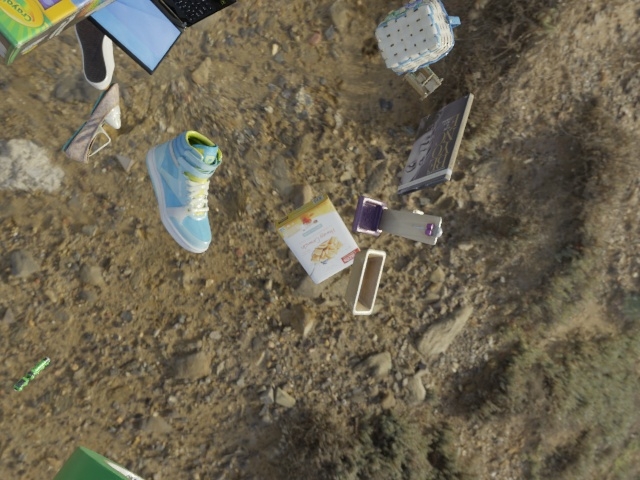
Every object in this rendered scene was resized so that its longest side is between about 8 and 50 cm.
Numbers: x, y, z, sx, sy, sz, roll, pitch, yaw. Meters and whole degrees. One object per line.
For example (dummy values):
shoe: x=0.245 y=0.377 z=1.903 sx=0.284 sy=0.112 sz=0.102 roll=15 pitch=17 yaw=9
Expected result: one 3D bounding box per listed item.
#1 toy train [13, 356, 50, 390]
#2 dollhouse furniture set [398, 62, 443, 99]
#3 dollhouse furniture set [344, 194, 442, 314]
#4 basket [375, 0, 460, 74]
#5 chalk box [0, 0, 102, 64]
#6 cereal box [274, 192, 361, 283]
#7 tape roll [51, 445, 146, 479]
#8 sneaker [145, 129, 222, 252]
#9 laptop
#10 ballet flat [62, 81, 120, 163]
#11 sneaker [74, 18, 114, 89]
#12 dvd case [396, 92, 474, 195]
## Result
toy train: x=-0.586 y=0.270 z=0.920 sx=0.017 sy=0.083 sz=0.023 roll=41 pitch=131 yaw=-9
dollhouse furniture set: x=0.354 y=-0.617 z=1.618 sx=0.182 sy=0.161 sz=0.101 roll=44 pitch=96 yaw=-6
dollhouse furniture set: x=0.083 y=0.024 z=0.442 sx=0.090 sy=0.081 sz=0.115 roll=10 pitch=94 yaw=-47
basket: x=0.318 y=-0.673 z=1.484 sx=0.254 sy=0.289 sz=0.201 roll=-16 pitch=101 yaw=28
chalk box: x=-0.418 y=-0.367 z=0.607 sx=0.289 sy=0.180 sz=0.179 roll=-46 pitch=123 yaw=-22
cereal box: x=0.000 y=0.000 z=1.324 sx=0.172 sy=0.047 sz=0.240 roll=-31 pitch=122 yaw=6
tape roll: x=-0.231 y=0.409 z=0.642 sx=0.321 sy=0.321 sz=0.077 roll=50 pitch=55 yaw=-26
sneaker: x=-0.329 y=-0.139 z=1.192 sx=0.208 sy=0.127 sz=0.319 roll=-24 pitch=89 yaw=30
laptop: x=-0.373 y=-0.550 z=1.037 sx=0.264 sy=0.137 sz=0.234 roll=-11 pitch=151 yaw=28
ballet flat: x=-0.786 y=-0.411 z=1.620 sx=0.106 sy=0.107 sz=0.316 roll=35 pitch=92 yaw=-19
sneaker: x=-0.746 y=-0.646 z=1.502 sx=0.105 sy=0.123 sz=0.291 roll=0 pitch=90 yaw=-14
dvd case: x=0.259 y=-0.215 z=1.036 sx=0.018 sy=0.164 sz=0.222 roll=28 pitch=71 yaw=-22
